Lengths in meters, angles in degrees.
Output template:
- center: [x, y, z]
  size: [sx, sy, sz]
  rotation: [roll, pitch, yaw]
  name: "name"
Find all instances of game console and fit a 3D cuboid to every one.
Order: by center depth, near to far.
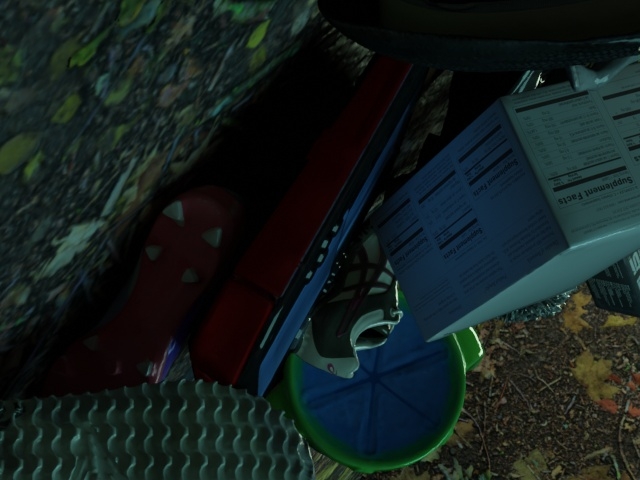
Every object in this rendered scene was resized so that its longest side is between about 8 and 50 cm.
- center: [0.000, 0.000, 1.054]
  size: [0.342, 0.060, 0.386]
  rotation: [-56, 175, -15]
  name: "game console"

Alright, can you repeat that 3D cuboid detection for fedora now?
- center: [0.150, -0.232, 0.797]
  size: [0.334, 0.334, 0.153]
  rotation: [-37, 131, -44]
  name: "fedora"

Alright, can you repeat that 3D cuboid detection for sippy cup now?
- center: [0.051, 0.197, 1.603]
  size: [0.224, 0.305, 0.240]
  rotation: [124, -19, -70]
  name: "sippy cup"

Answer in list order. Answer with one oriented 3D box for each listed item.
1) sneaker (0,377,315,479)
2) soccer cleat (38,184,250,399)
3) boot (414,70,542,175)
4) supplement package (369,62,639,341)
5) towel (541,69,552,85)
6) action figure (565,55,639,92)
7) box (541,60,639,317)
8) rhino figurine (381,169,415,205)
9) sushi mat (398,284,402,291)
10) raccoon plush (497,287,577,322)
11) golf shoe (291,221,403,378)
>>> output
- center: [-0.156, 0.173, 0.874]
  size: [0.293, 0.102, 0.146]
  rotation: [3, 151, -16]
  name: "sneaker"
- center: [-0.132, 0.064, 0.937]
  size: [0.248, 0.083, 0.095]
  rotation: [-57, 169, 15]
  name: "soccer cleat"
- center: [0.235, -0.115, 1.363]
  size: [0.229, 0.091, 0.263]
  rotation: [17, 108, -42]
  name: "boot"
- center: [0.208, -0.033, 1.143]
  size: [0.204, 0.145, 0.262]
  rotation: [-16, 167, -29]
  name: "supplement package"
- center: [0.243, -0.155, 1.659]
  size: [0.285, 0.034, 0.209]
  rotation: [-34, 161, -45]
  name: "towel"
- center: [0.323, -0.294, 1.023]
  size: [0.330, 0.341, 0.178]
  rotation: [-21, 141, 8]
  name: "action figure"
- center: [0.443, -0.134, 1.719]
  size: [0.318, 0.097, 0.395]
  rotation: [-52, 133, -24]
  name: "box"
- center: [0.174, -0.074, 1.460]
  size: [0.243, 0.106, 0.073]
  rotation: [-27, 112, -35]
  name: "rhino figurine"
- center: [0.115, 0.089, 1.909]
  size: [0.151, 0.019, 0.316]
  rotation: [-45, 166, -28]
  name: "sushi mat"
- center: [0.295, 0.003, 1.855]
  size: [0.446, 0.216, 0.299]
  rotation: [-48, 160, -35]
  name: "raccoon plush"
- center: [0.053, 0.067, 1.451]
  size: [0.273, 0.120, 0.105]
  rotation: [-41, 162, -41]
  name: "golf shoe"
